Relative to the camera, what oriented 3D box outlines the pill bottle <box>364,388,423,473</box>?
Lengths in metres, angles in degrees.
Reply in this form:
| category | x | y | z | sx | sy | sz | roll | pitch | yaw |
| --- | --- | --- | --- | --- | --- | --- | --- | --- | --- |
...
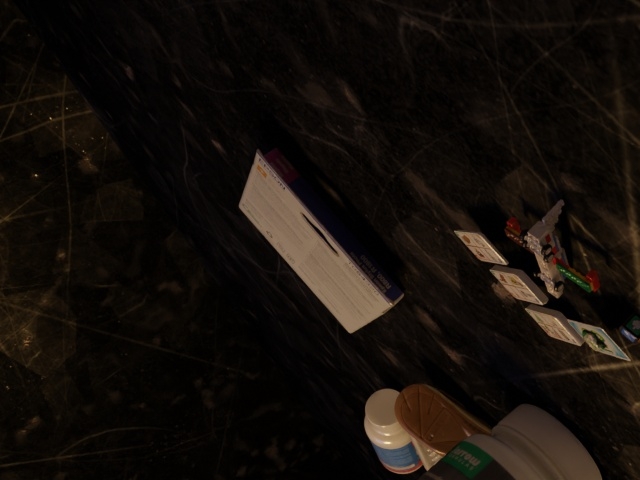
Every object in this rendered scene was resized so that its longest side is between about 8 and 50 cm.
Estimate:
| category | x | y | z | sx | sy | sz | roll | pitch | yaw |
| --- | --- | --- | --- | --- | --- | --- | --- | --- | --- |
| pill bottle | 0.167 | 0.423 | 1.968 | 0.124 | 0.124 | 0.221 | 39 | 163 | 36 |

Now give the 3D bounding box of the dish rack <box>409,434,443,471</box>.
| category | x | y | z | sx | sy | sz | roll | pitch | yaw |
| --- | --- | --- | --- | --- | --- | --- | --- | --- | --- |
| dish rack | 0.305 | 0.479 | 1.807 | 0.286 | 0.072 | 0.332 | 36 | 161 | 39 |

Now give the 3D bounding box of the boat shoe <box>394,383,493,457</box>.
| category | x | y | z | sx | sy | sz | roll | pitch | yaw |
| --- | --- | --- | --- | --- | --- | --- | --- | --- | --- |
| boat shoe | 0.286 | 0.381 | 1.581 | 0.342 | 0.123 | 0.123 | 38 | -167 | 19 |

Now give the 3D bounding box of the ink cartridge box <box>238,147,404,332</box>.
| category | x | y | z | sx | sy | sz | roll | pitch | yaw |
| --- | --- | --- | --- | --- | --- | --- | --- | --- | --- |
| ink cartridge box | 0.000 | 0.000 | 1.502 | 0.324 | 0.071 | 0.330 | 49 | 162 | 3 |

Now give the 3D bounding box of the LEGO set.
| category | x | y | z | sx | sy | sz | roll | pitch | yaw |
| --- | --- | --- | --- | --- | --- | --- | --- | --- | --- |
| LEGO set | 0.256 | 0.043 | 0.936 | 0.182 | 0.060 | 0.244 | 46 | 174 | -9 |

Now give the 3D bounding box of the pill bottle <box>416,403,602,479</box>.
| category | x | y | z | sx | sy | sz | roll | pitch | yaw |
| --- | --- | --- | --- | --- | --- | --- | --- | --- | --- |
| pill bottle | 0.222 | 0.415 | 1.283 | 0.204 | 0.361 | 0.204 | 47 | 162 | 20 |
